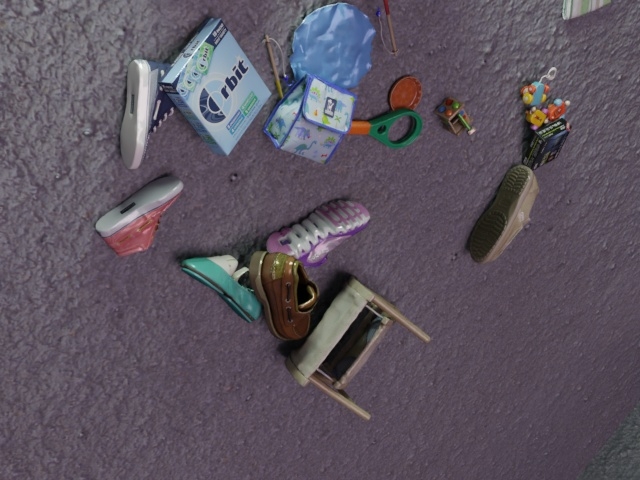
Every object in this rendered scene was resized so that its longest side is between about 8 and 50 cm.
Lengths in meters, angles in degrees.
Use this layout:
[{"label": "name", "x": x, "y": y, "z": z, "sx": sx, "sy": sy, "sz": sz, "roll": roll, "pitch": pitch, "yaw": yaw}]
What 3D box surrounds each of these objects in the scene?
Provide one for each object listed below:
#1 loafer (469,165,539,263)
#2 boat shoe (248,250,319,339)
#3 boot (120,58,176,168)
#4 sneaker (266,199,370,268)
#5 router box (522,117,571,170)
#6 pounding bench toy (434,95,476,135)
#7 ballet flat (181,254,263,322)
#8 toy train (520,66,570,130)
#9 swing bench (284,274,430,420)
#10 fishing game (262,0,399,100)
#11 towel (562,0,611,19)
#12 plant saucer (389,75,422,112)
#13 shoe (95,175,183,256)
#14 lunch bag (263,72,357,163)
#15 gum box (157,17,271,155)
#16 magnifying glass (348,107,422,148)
[{"label": "loafer", "x": 0.472, "y": -0.054, "z": 2.019, "sx": 0.092, "sy": 0.102, "sz": 0.268, "roll": 23, "pitch": 101, "yaw": -36}, {"label": "boat shoe", "x": -0.058, "y": 0.131, "z": 1.691, "sx": 0.307, "sy": 0.104, "sz": 0.110, "roll": 64, "pitch": 32, "yaw": -57}, {"label": "boot", "x": -0.289, "y": -0.215, "z": 1.390, "sx": 0.086, "sy": 0.069, "sz": 0.190, "roll": -5, "pitch": 117, "yaw": -39}, {"label": "sneaker", "x": 0.000, "y": 0.000, "z": 1.722, "sx": 0.236, "sy": 0.095, "sz": 0.104, "roll": -26, "pitch": 134, "yaw": -14}, {"label": "router box", "x": 0.558, "y": -0.236, "z": 1.985, "sx": 0.092, "sy": 0.038, "sz": 0.122, "roll": -27, "pitch": 152, "yaw": -20}, {"label": "pounding bench toy", "x": 0.303, "y": -0.272, "z": 1.777, "sx": 0.052, "sy": 0.083, "sz": 0.065, "roll": -45, "pitch": 134, "yaw": -4}, {"label": "ballet flat", "x": -0.189, "y": 0.079, "z": 1.641, "sx": 0.087, "sy": 0.083, "sz": 0.247, "roll": -57, "pitch": 138, "yaw": -13}, {"label": "toy train", "x": 0.534, "y": -0.337, "z": 1.934, "sx": 0.125, "sy": 0.046, "sz": 0.166, "roll": -43, "pitch": 136, "yaw": -9}, {"label": "swing bench", "x": 0.072, "y": 0.237, "z": 1.867, "sx": 0.255, "sy": 0.165, "sz": 0.253, "roll": 37, "pitch": 92, "yaw": -38}, {"label": "fishing game", "x": 0.023, "y": -0.366, "z": 1.549, "sx": 0.264, "sy": 0.041, "sz": 0.189, "roll": -27, "pitch": 129, "yaw": -10}, {"label": "towel", "x": 0.622, "y": -0.584, "z": 1.867, "sx": 0.152, "sy": 0.023, "sz": 0.113, "roll": -25, "pitch": 131, "yaw": -25}, {"label": "plant saucer", "x": 0.180, "y": -0.309, "z": 1.712, "sx": 0.083, "sy": 0.013, "sz": 0.083, "roll": -17, "pitch": 124, "yaw": -27}, {"label": "shoe", "x": -0.319, "y": -0.043, "z": 1.481, "sx": 0.178, "sy": 0.063, "sz": 0.081, "roll": -34, "pitch": 133, "yaw": -8}, {"label": "lunch bag", "x": -0.013, "y": -0.237, "z": 1.550, "sx": 0.129, "sy": 0.096, "sz": 0.151, "roll": 15, "pitch": 116, "yaw": -41}, {"label": "gum box", "x": -0.181, "y": -0.269, "z": 1.419, "sx": 0.157, "sy": 0.041, "sz": 0.184, "roll": -58, "pitch": 137, "yaw": -22}, {"label": "magnifying glass", "x": 0.119, "y": -0.238, "z": 1.699, "sx": 0.231, "sy": 0.026, "sz": 0.092, "roll": -5, "pitch": 131, "yaw": -33}]
